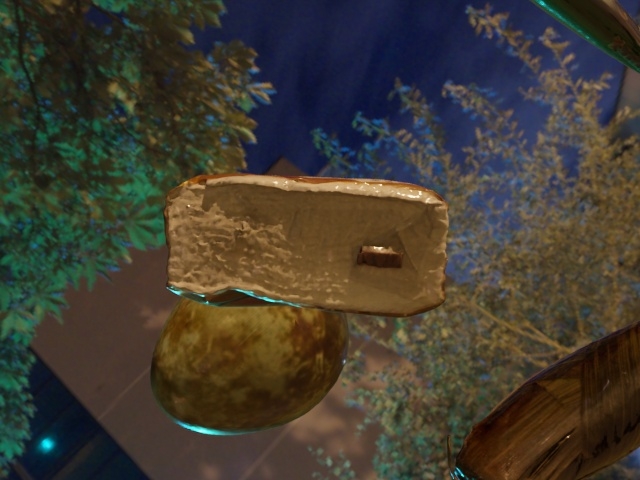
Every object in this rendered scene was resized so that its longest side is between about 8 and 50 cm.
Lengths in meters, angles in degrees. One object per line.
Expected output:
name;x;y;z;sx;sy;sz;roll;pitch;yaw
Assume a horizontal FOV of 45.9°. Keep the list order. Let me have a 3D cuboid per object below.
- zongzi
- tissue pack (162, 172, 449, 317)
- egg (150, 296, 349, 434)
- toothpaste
zongzi;0.188;0.113;0.528;0.187;0.084;0.184;-18;-32;-33
tissue pack;0.000;0.000;0.563;0.226;0.183;0.092;-23;-66;-84
egg;-0.096;0.147;1.037;0.289;0.238;0.238;-38;-30;-25
toothpaste;0.183;-0.254;0.666;0.392;0.099;0.061;26;-51;-25
